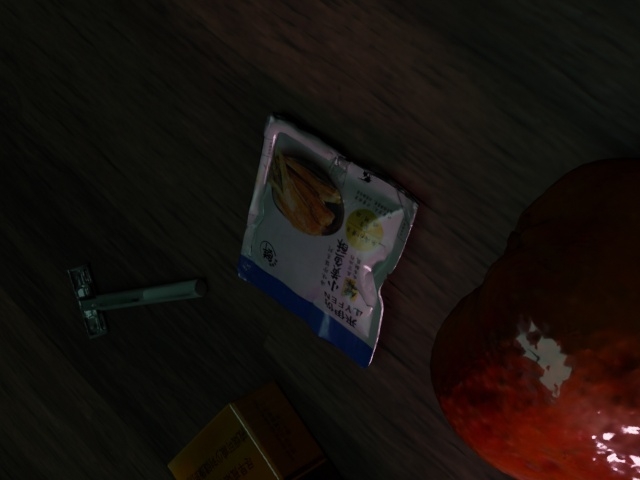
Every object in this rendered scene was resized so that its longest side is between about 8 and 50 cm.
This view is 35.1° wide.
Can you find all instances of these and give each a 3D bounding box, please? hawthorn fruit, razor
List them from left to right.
[{"bbox_3d":[-0.196,0.059,1.064,0.211,0.036,0.084,-9,102,45],"label":"razor"},{"bbox_3d":[0.202,0.077,0.606,0.243,0.207,0.207,34,128,6],"label":"hawthorn fruit"}]

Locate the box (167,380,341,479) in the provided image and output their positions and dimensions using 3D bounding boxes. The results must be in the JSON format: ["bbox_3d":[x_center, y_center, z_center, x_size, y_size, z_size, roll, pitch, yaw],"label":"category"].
[{"bbox_3d":[-0.036,0.275,0.976,0.237,0.070,0.152,53,133,12],"label":"box"}]

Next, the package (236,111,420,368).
[{"bbox_3d":[0.000,0.000,0.864,0.171,0.027,0.173,32,122,30],"label":"package"}]
